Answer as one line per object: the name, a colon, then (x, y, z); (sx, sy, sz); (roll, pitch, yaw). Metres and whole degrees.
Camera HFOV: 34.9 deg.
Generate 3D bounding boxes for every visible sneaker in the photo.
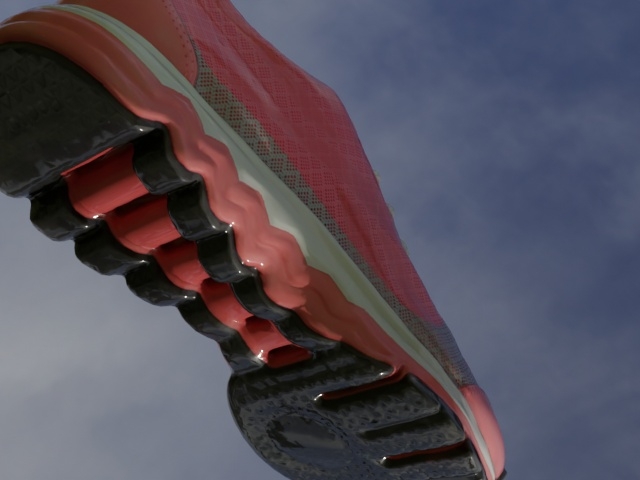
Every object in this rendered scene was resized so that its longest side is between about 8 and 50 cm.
sneaker: (0.000, 0.000, 0.451); (0.116, 0.314, 0.136); (-15, -145, 40)
